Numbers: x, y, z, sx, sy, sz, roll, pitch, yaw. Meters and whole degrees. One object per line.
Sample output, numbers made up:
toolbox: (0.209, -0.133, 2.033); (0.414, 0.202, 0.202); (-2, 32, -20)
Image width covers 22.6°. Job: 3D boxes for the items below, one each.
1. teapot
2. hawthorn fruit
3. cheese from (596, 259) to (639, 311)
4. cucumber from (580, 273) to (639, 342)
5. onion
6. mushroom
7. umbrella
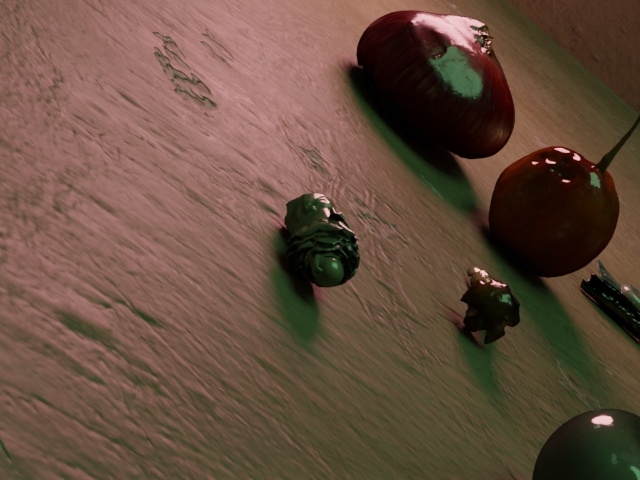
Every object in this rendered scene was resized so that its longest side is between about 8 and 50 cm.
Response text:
teapot: (0.261, 0.240, 1.371); (0.193, 0.129, 0.294); (51, 20, 19)
hawthorn fruit: (0.336, -0.078, 1.985); (0.165, 0.285, 0.165); (35, 31, -24)
cheese: (0.441, 0.078, 2.301); (0.120, 0.026, 0.067); (41, 17, -12)
cucumber: (0.410, 0.092, 2.190); (0.135, 0.033, 0.034); (43, 14, -9)
onion: (0.157, -0.212, 2.125); (0.248, 0.161, 0.248); (19, 29, -11)
mushroom: (0.175, 0.063, 1.710); (0.060, 0.061, 0.187); (49, 6, -5)
umbrella: (0.000, 0.000, 1.422); (0.067, 0.062, 0.143); (11, 25, -11)
